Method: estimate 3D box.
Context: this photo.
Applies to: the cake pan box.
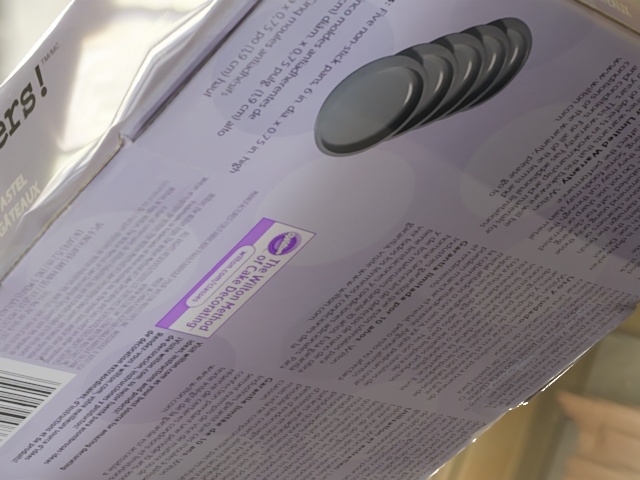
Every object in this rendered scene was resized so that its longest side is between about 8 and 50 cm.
[{"bbox_3d":[0.000,0.000,0.564,0.245,0.070,0.267,17,-51,-41],"label":"cake pan box"}]
